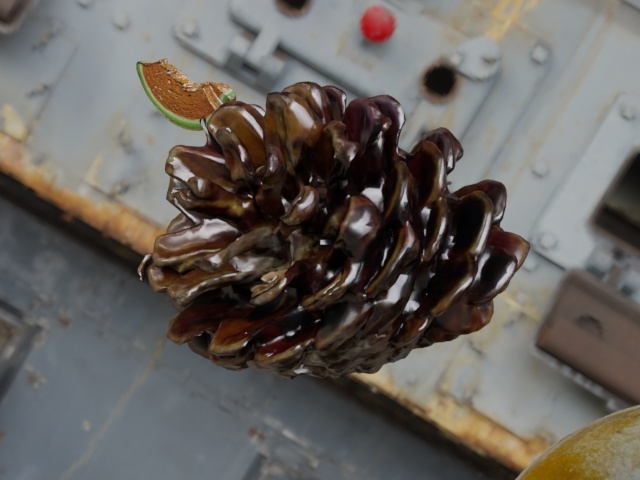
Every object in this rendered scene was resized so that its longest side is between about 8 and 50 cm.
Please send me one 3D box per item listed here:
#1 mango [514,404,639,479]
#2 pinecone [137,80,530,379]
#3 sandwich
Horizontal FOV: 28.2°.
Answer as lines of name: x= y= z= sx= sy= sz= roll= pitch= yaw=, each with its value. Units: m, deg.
mango: x=0.273 y=0.216 z=0.977 sx=0.146 sy=0.316 sz=0.193 roll=101 pitch=-35 yaw=-62
pinecone: x=-0.002 y=-0.006 z=1.057 sx=0.298 sy=0.242 sz=0.296 roll=-14 pitch=-16 yaw=35
sandwich: x=-0.152 y=-0.162 z=1.416 sx=0.135 sy=0.067 sz=0.029 roll=31 pitch=39 yaw=27
